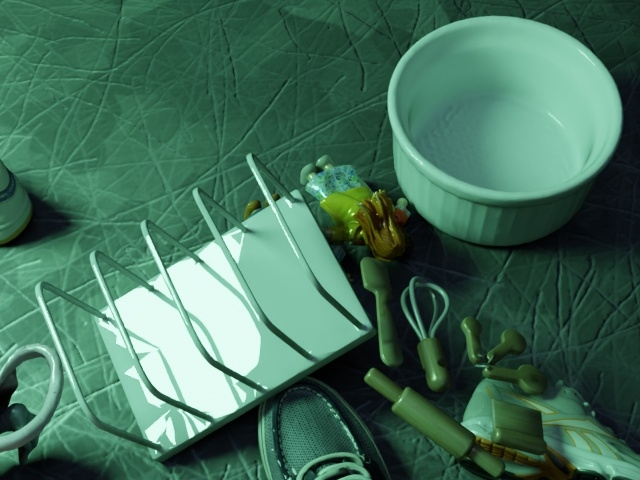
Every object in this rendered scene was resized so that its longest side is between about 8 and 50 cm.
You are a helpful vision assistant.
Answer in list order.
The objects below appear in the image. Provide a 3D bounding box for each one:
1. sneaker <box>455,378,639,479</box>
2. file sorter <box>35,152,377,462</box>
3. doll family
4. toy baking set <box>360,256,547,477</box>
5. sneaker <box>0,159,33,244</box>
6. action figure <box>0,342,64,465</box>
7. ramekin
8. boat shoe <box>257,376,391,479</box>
[{"bbox_3d":[0.277,0.209,1.236,0.262,0.099,0.121,18,55,9],"label":"sneaker"},{"bbox_3d":[-0.122,0.067,1.217,0.277,0.173,0.193,-31,64,5],"label":"file sorter"},{"bbox_3d":[0.000,0.000,1.347,0.263,0.118,0.163,-32,61,-17],"label":"doll family"},{"bbox_3d":[0.127,0.128,1.201,0.256,0.030,0.197,33,39,0],"label":"toy baking set"},{"bbox_3d":[-0.486,-0.099,1.400,0.296,0.131,0.112,16,60,11],"label":"sneaker"},{"bbox_3d":[-0.468,0.211,1.110,0.370,0.276,0.248,21,37,-19],"label":"action figure"},{"bbox_3d":[0.216,-0.127,1.423,0.277,0.135,0.277,0,57,-1],"label":"ramekin"},{"bbox_3d":[0.029,0.258,1.161,0.127,0.158,0.341,-20,60,-13],"label":"boat shoe"}]
